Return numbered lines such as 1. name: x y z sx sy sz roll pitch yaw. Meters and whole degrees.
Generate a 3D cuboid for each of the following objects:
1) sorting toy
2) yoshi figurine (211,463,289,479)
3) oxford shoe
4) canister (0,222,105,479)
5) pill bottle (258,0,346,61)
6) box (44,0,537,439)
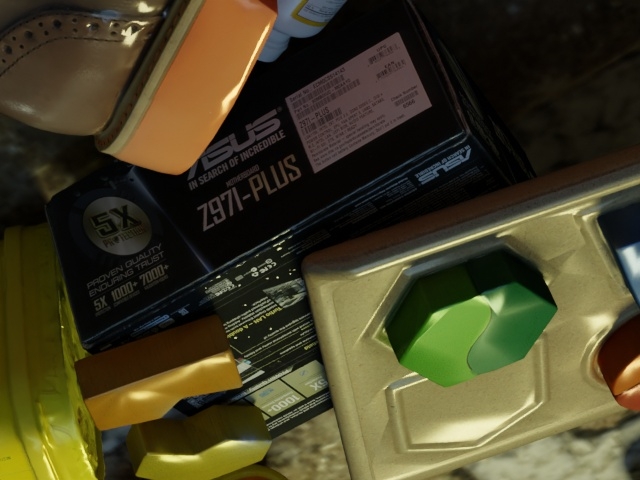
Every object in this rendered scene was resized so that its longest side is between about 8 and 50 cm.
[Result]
1. sorting toy: 0.062 0.054 0.713 0.307 0.041 0.229 -19 148 -5
2. yoshi figurine: -0.087 0.303 0.938 0.203 0.203 0.362 13 133 -6
3. oxford shoe: -0.049 -0.173 0.519 0.132 0.130 0.364 14 127 -17
4. canister: -0.186 0.064 0.709 0.170 0.126 0.073 -12 136 -1
5. pill bottle: -0.005 -0.109 0.647 0.043 0.043 0.083 23 124 -33
6. box: 0.000 0.000 0.712 0.180 0.077 0.147 -29 146 13
